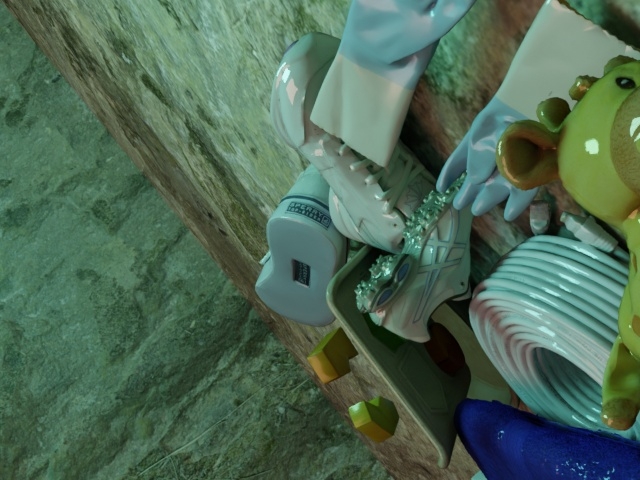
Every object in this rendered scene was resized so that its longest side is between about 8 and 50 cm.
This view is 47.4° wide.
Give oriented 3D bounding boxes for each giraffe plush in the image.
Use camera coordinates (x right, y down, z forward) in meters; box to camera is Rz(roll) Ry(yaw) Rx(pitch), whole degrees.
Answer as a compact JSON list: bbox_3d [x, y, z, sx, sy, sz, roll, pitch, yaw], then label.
[{"bbox_3d":[0.192,-0.022,0.357,0.170,0.181,0.210,61,148,2],"label":"giraffe plush"}]

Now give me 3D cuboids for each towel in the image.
[{"bbox_3d":[0.248,0.250,0.635,0.227,0.076,0.308,60,167,-4],"label":"towel"}]

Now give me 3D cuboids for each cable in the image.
[{"bbox_3d":[0.248,0.112,0.648,0.257,0.089,0.257,43,164,24],"label":"cable"}]

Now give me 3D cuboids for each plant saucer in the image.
[{"bbox_3d":[0.172,0.122,0.998,0.278,0.041,0.278,46,165,17],"label":"plant saucer"}]

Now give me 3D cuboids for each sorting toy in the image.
[{"bbox_3d":[0.090,0.121,0.780,0.229,0.041,0.307,57,-158,-2],"label":"sorting toy"}]

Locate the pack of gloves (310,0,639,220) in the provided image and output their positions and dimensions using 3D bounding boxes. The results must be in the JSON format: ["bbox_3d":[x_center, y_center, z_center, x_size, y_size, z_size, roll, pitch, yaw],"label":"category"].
[{"bbox_3d":[0.106,-0.117,0.539,0.195,0.046,0.232,32,151,3],"label":"pack of gloves"}]

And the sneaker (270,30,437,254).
[{"bbox_3d":[0.058,-0.084,0.729,0.152,0.114,0.305,30,164,37],"label":"sneaker"}]

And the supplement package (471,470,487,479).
[{"bbox_3d":[0.327,0.338,0.877,0.134,0.139,0.244,58,165,-23],"label":"supplement package"}]

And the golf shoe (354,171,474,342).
[{"bbox_3d":[0.111,0.012,0.666,0.086,0.176,0.069,38,178,-6],"label":"golf shoe"}]

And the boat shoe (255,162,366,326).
[{"bbox_3d":[-0.008,-0.004,1.022,0.136,0.156,0.367,22,154,8],"label":"boat shoe"}]
